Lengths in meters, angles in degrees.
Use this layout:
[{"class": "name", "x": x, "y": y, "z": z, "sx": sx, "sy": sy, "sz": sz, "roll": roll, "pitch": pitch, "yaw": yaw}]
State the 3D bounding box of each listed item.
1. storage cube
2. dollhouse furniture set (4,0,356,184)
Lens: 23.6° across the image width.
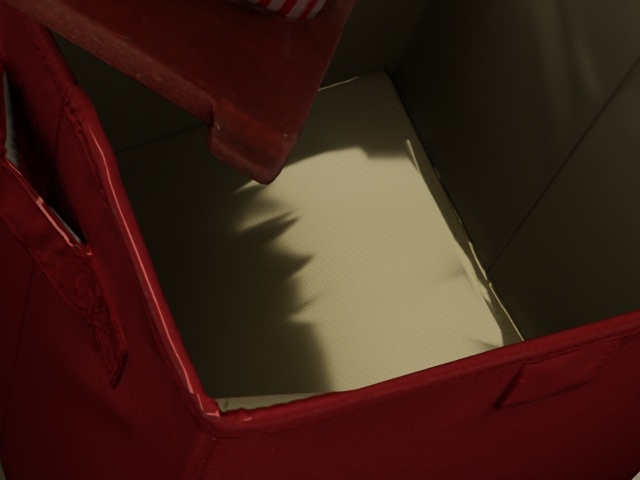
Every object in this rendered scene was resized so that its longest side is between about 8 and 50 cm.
[{"class": "storage cube", "x": 0.000, "y": 0.000, "z": 0.453, "sx": 0.215, "sy": 0.193, "sz": 0.183, "roll": -13, "pitch": 61, "yaw": -27}, {"class": "dollhouse furniture set", "x": 0.113, "y": -0.079, "z": 0.309, "sx": 0.374, "sy": 0.201, "sz": 0.152, "roll": 29, "pitch": 52, "yaw": -5}]
